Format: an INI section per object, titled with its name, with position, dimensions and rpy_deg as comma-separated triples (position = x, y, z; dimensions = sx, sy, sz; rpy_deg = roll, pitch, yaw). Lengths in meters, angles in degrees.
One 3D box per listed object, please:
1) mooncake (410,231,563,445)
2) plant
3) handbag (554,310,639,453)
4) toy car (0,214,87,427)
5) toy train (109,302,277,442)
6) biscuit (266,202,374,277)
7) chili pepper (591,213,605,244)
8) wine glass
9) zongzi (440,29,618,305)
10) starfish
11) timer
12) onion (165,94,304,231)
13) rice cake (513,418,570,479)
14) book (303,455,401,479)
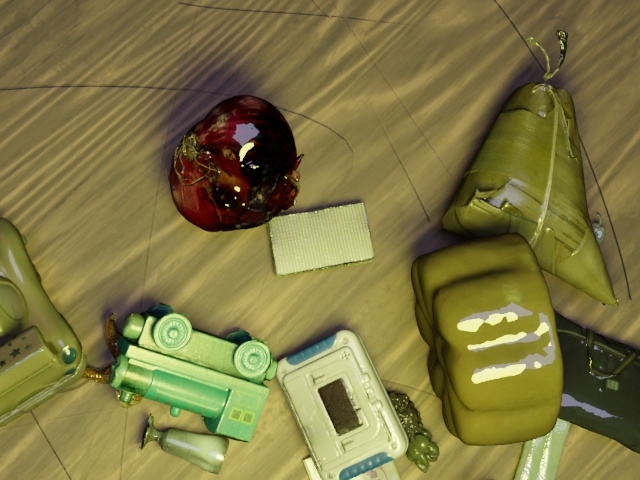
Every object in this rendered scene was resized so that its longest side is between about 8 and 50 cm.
[mooncake]
position = 0.286, 0.177, 1.459
dimensions = 0.200, 0.378, 0.379
rpy_deg = -9, 83, 1
[plant]
position = 0.167, 0.358, 1.560
dimensions = 0.085, 0.087, 0.174
rpy_deg = -39, 83, 28
[handbag]
position = 0.542, 0.276, 1.612
dimensions = 0.254, 0.089, 0.211
rpy_deg = 23, 67, -2
[toy car]
position = -0.577, 0.128, 1.391
dimensions = 0.242, 0.226, 0.336
rpy_deg = -32, 74, -11
[toy train]
position = -0.225, 0.234, 1.459
dimensions = 0.298, 0.120, 0.194
rpy_deg = 23, 86, -23
[biscuit]
position = 0.000, 0.000, 1.604
dimensions = 0.199, 0.040, 0.121
rpy_deg = -8, 80, -10
[chili pepper]
position = 0.539, 0.011, 1.681
dimensions = 0.050, 0.041, 0.153
rpy_deg = 31, 75, 40
[wine glass]
position = -0.249, 0.371, 1.497
dimensions = 0.155, 0.072, 0.072
rpy_deg = 19, 79, -6
[zongzi]
position = 0.488, -0.141, 1.629
dimensions = 0.418, 0.181, 0.447
rpy_deg = 30, 77, -7
[starfish]
position = -0.348, 0.205, 1.506
dimensions = 0.146, 0.074, 0.190
rpy_deg = 40, 77, 0
[timer]
position = 0.036, 0.307, 1.509
dimensions = 0.178, 0.078, 0.253
rpy_deg = -28, 78, 10
[onion]
position = -0.153, -0.145, 1.493
dimensions = 0.280, 0.281, 0.221
rpy_deg = -10, 49, -10
[rice cake]
position = 0.425, 0.437, 1.600
dimensions = 0.080, 0.042, 0.222
rpy_deg = 19, 80, -1
[book]
position = 0.082, 0.492, 1.552
dimensions = 0.162, 0.022, 0.232
rpy_deg = -21, 86, -11
